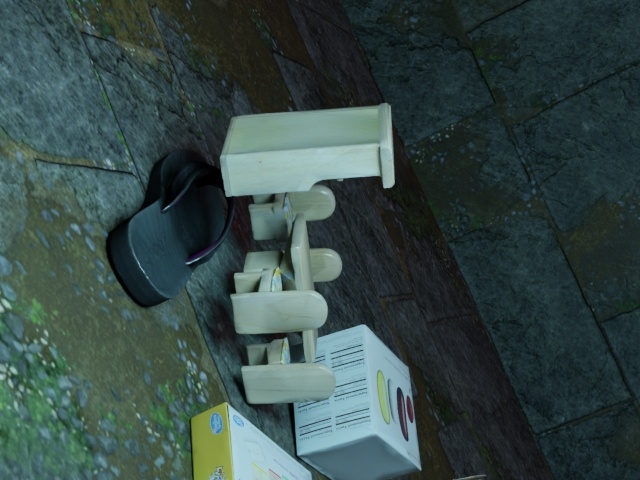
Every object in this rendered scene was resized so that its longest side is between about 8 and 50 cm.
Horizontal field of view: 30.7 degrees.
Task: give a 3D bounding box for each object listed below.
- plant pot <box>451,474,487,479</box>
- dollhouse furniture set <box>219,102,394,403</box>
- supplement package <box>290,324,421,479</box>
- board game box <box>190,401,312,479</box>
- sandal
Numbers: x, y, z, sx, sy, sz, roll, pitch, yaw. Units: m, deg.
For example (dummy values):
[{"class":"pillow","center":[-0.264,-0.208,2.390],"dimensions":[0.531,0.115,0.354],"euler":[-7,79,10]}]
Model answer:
[{"class":"plant pot","center":[0.259,0.553,2.258],"dimensions":[0.167,0.167,0.165],"euler":[25,51,-64]},{"class":"dollhouse furniture set","center":[0.000,0.000,1.873],"dimensions":[0.362,0.257,0.394],"euler":[-84,169,-61]},{"class":"supplement package","center":[0.060,0.288,1.998],"dimensions":[0.194,0.149,0.203],"euler":[45,33,-50]},{"class":"board game box","center":[-0.079,0.413,1.592],"dimensions":[0.242,0.064,0.316],"euler":[48,23,-42]},{"class":"sandal","center":[-0.198,-0.033,1.807],"dimensions":[0.167,0.107,0.445],"euler":[59,17,-17]}]
